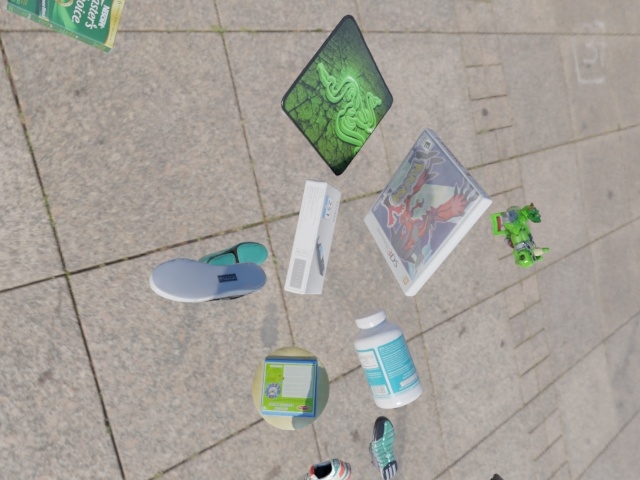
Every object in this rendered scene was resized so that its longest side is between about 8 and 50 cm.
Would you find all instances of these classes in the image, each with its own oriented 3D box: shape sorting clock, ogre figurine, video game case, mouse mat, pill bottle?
[{"bbox_3d":[-0.077,0.378,1.304,0.040,0.206,0.206,54,51,-67],"label":"shape sorting clock"},{"bbox_3d":[0.417,-0.013,1.060,0.197,0.097,0.118,-20,89,-46],"label":"ogre figurine"},{"bbox_3d":[0.155,-0.046,0.798,0.023,0.201,0.183,9,39,-32],"label":"video game case"},{"bbox_3d":[0.032,-0.191,0.702,0.152,0.007,0.190,-54,146,-5],"label":"mouse mat"},{"bbox_3d":[0.186,0.334,1.464,0.146,0.146,0.263,-20,90,-37],"label":"pill bottle"}]

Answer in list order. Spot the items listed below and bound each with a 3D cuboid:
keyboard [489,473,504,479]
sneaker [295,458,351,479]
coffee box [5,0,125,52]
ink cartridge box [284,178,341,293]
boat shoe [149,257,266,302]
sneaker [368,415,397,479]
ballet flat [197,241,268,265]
[{"bbox_3d":[0.269,0.437,0.541,0.201,0.033,0.317,54,19,-32],"label":"keyboard"},{"bbox_3d":[-0.016,0.522,1.120,0.075,0.161,0.057,48,19,-37],"label":"sneaker"},{"bbox_3d":[-0.474,-0.447,0.957,0.184,0.040,0.113,18,82,-34],"label":"coffee box"},{"bbox_3d":[0.000,0.000,1.416,0.261,0.066,0.296,16,85,-71],"label":"ink cartridge box"},{"bbox_3d":[-0.127,0.050,0.573,0.142,0.040,0.049,3,62,-41],"label":"boat shoe"},{"bbox_3d":[0.176,0.634,1.580,0.083,0.098,0.223,-17,110,-30],"label":"sneaker"},{"bbox_3d":[-0.262,0.053,1.471,0.247,0.087,0.083,-17,103,-51],"label":"ballet flat"}]
